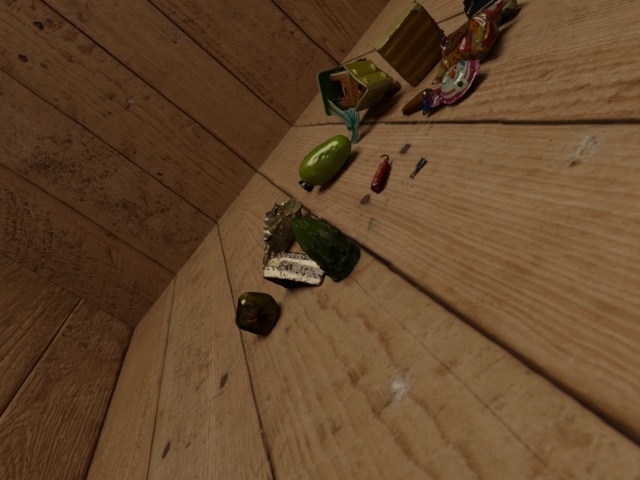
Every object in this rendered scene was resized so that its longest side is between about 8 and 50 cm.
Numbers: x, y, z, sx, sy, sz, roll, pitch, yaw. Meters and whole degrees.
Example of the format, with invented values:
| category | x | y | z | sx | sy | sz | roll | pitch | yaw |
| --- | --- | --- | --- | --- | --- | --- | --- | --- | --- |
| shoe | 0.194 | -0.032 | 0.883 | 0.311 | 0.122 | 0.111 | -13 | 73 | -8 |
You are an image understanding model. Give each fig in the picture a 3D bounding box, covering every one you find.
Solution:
| category | x | y | z | sx | sy | sz | roll | pitch | yaw |
| --- | --- | --- | --- | --- | --- | --- | --- | --- | --- |
| fig | -0.215 | 0.246 | 1.499 | 0.144 | 0.154 | 0.165 | -58 | -15 | 29 |

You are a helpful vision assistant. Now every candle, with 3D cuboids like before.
| category | x | y | z | sx | sy | sz | roll | pitch | yaw |
| --- | --- | --- | --- | --- | --- | --- | --- | --- | --- |
| candle | 0.206 | -0.234 | 1.484 | 0.162 | 0.048 | 0.053 | -66 | 8 | -32 |

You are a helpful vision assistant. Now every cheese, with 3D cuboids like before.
| category | x | y | z | sx | sy | sz | roll | pitch | yaw |
| --- | --- | --- | --- | --- | --- | --- | --- | --- | --- |
| cheese | 0.424 | -0.505 | 1.431 | 0.244 | 0.062 | 0.155 | -29 | 45 | 52 |

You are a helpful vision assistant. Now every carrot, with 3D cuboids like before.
| category | x | y | z | sx | sy | sz | roll | pitch | yaw |
| --- | --- | --- | --- | --- | --- | --- | --- | --- | --- |
| carrot | 0.360 | -0.512 | 1.606 | 0.055 | 0.055 | 0.161 | -60 | 20 | -20 |

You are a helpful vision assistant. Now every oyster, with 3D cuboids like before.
| category | x | y | z | sx | sy | sz | roll | pitch | yaw |
| --- | --- | --- | --- | --- | --- | --- | --- | --- | --- |
| oyster | -0.168 | -0.034 | 1.821 | 0.197 | 0.133 | 0.337 | -26 | 35 | 45 |

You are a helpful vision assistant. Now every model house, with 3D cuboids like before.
| category | x | y | z | sx | sy | sz | roll | pitch | yaw |
| --- | --- | --- | --- | --- | --- | --- | --- | --- | --- |
| model house | 0.214 | -0.644 | 1.973 | 0.300 | 0.340 | 0.323 | -25 | 24 | -23 |

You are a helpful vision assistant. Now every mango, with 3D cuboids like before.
| category | x | y | z | sx | sy | sz | roll | pitch | yaw |
| --- | --- | --- | --- | --- | --- | --- | --- | --- | --- |
| mango | 0.024 | -0.352 | 1.910 | 0.273 | 0.149 | 0.185 | -41 | 16 | 12 |

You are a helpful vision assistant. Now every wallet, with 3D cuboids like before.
| category | x | y | z | sx | sy | sz | roll | pitch | yaw |
| --- | --- | --- | --- | --- | --- | --- | --- | --- | --- |
| wallet | 0.663 | -0.977 | 1.724 | 0.197 | 0.051 | 0.378 | -35 | 25 | 36 |

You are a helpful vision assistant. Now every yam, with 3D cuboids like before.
| category | x | y | z | sx | sy | sz | roll | pitch | yaw |
| --- | --- | --- | --- | --- | --- | --- | --- | --- | --- |
| yam | 0.571 | -0.779 | 1.575 | 0.317 | 0.067 | 0.071 | -3 | 66 | 65 |

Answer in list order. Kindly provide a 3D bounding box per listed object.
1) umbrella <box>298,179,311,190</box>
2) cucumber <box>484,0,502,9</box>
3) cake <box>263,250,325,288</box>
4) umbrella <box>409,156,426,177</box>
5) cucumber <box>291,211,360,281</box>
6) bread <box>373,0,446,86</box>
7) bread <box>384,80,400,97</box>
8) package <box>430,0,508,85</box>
| category | x | y | z | sx | sy | sz | roll | pitch | yaw |
| --- | --- | --- | --- | --- | --- | --- | --- | --- | --- |
| umbrella | -0.014 | -0.339 | 2.083 | 0.224 | 0.071 | 0.080 | -49 | 49 | -6 |
| cucumber | 0.640 | -0.845 | 1.561 | 0.105 | 0.048 | 0.048 | -35 | 27 | 37 |
| cake | -0.060 | 0.112 | 1.495 | 0.246 | 0.135 | 0.112 | 4 | 67 | 31 |
| umbrella | 0.298 | -0.226 | 1.325 | 0.083 | 0.020 | 0.031 | -57 | 20 | 1 |
| cucumber | -0.001 | 0.003 | 1.276 | 0.134 | 0.244 | 0.134 | -36 | 27 | 22 |
| bread | 0.382 | -0.796 | 1.763 | 0.246 | 0.239 | 0.111 | -48 | 27 | 14 |
| bread | 0.326 | -0.688 | 1.975 | 0.083 | 0.036 | 0.047 | -34 | 27 | 46 |
| package | 0.506 | -0.666 | 1.482 | 0.223 | 0.108 | 0.288 | -65 | 17 | -16 |
